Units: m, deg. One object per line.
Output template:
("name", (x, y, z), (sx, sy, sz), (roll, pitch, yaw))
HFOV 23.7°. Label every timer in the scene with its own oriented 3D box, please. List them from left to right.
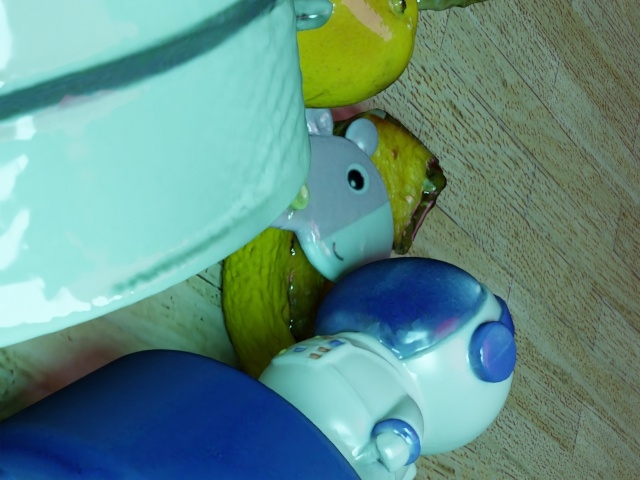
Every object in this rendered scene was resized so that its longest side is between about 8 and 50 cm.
("timer", (-0.013, 0.134, 0.949), (0.383, 0.270, 0.270), (-40, 126, -42))

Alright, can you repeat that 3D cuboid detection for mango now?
("mango", (-0.047, -0.150, 0.963), (0.145, 0.219, 0.112), (99, 3, -62))

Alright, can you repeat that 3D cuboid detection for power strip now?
("power strip", (-0.168, -0.086, 0.636), (0.357, 0.357, 0.161), (-37, 125, -51))

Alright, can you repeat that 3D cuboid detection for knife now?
("knife", (-0.089, -0.051, 0.970), (0.399, 0.038, 0.132), (9, 73, -42))

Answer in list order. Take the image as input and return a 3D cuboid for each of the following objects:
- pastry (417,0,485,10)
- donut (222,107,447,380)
("pastry", (0.051, -0.341, 1.026), (0.337, 0.292, 0.405), (-36, 134, -38))
("donut", (0.000, -0.007, 1.149), (0.152, 0.101, 0.259), (56, 50, -42))
